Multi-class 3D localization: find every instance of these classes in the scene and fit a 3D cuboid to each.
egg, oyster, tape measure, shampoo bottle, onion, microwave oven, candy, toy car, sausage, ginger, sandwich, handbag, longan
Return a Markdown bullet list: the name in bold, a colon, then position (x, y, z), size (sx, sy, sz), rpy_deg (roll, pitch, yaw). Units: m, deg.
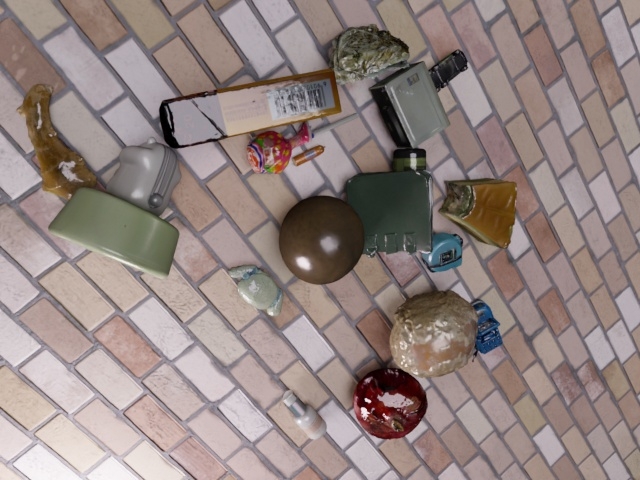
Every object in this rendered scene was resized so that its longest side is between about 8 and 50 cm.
- **egg**: position (0.356, 0.295, 1.525), size (0.310, 0.279, 0.279), rpy_deg (-36, 112, -33)
- **oyster**: position (0.124, -0.507, 1.326), size (0.267, 0.198, 0.112), rpy_deg (-12, 142, -21)
- **tape measure**: position (0.403, 0.037, 1.583), size (0.146, 0.081, 0.125), rpy_deg (-18, 124, -11)
- **shampoo bottle**: position (0.276, -0.141, 1.492), size (0.101, 0.101, 0.284), rpy_deg (-6, 104, -17)
- **onion**: position (0.232, 0.539, 1.565), size (0.252, 0.219, 0.252), rpy_deg (-2, 103, -9)
- **microwave oven**: position (0.260, -0.395, 1.417), size (0.163, 0.129, 0.205), rpy_deg (-31, 109, -7)
- **shampoo bottle**: position (-0.057, 0.560, 1.549), size (0.074, 0.074, 0.192), rpy_deg (-41, 111, -6)
- **candy**: position (-0.041, -0.293, 1.366), size (0.365, 0.124, 0.124), rpy_deg (-28, 109, -20)
- **toy car**: position (0.579, 0.313, 1.694), size (0.097, 0.100, 0.191), rpy_deg (-27, 105, -7)
- **sausage**: position (-0.031, -0.251, 1.404), size (0.107, 0.031, 0.031), rpy_deg (-27, 109, -11)
- **ginger**: position (-0.647, -0.234, 1.177), size (0.131, 0.086, 0.295), rpy_deg (-12, 102, 7)
- **sandwich**: position (0.500, -0.080, 1.554), size (0.198, 0.155, 0.228), rpy_deg (-6, 103, -15)
- **handbag**: position (0.210, -0.077, 1.433), size (0.247, 0.079, 0.260), rpy_deg (-1, 105, 18)
- **toy car**: position (0.373, -0.513, 1.463), size (0.165, 0.062, 0.071), rpy_deg (-39, 112, -9)
- **longan**: position (0.000, 0.000, 1.364), size (0.258, 0.258, 0.258), rpy_deg (-4, 103, -18)

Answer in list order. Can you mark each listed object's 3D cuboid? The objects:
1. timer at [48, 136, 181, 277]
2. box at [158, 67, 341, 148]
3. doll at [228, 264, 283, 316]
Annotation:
- **timer**: position (-0.457, -0.101, 1.189), size (0.290, 0.290, 0.315), rpy_deg (26, 77, -22)
- **box**: position (-0.189, -0.327, 1.212), size (0.415, 0.264, 0.116), rpy_deg (-17, 107, -17)
- **doll**: position (-0.182, 0.144, 1.417), size (0.103, 0.071, 0.214), rpy_deg (-45, 115, -3)
